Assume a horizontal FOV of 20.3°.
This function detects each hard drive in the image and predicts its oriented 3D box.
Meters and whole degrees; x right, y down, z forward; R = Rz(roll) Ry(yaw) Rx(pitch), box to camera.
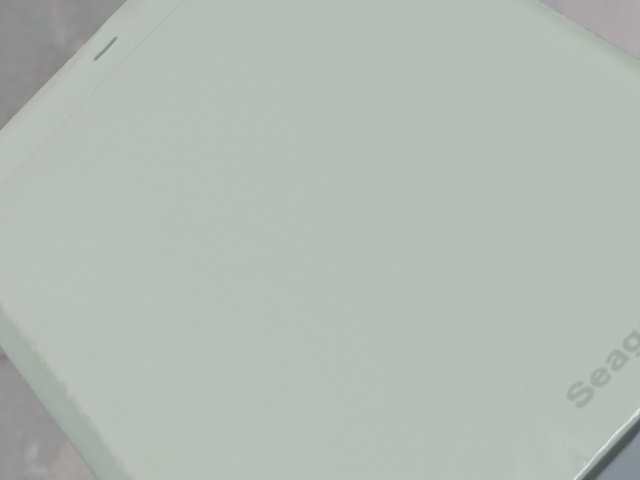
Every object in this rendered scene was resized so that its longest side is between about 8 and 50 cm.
[{"bbox_3d":[0.000,0.000,0.568,0.203,0.307,0.040,-46,131,-2],"label":"hard drive"}]
